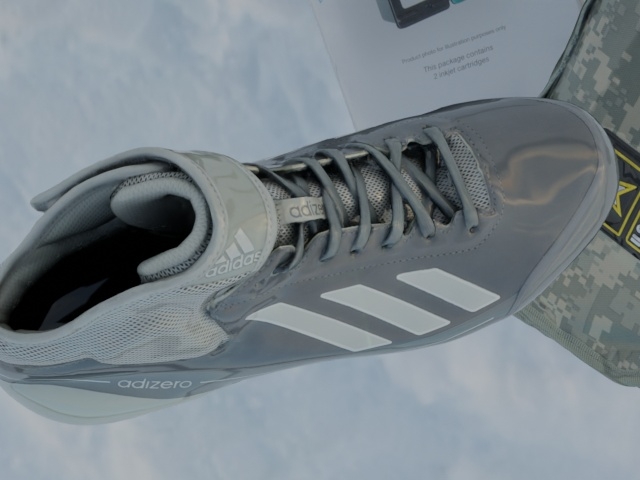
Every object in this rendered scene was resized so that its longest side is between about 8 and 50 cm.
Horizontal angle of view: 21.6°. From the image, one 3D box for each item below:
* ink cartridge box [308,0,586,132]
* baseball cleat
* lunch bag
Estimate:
[{"bbox_3d":[0.108,-0.220,1.225,0.197,0.198,0.270,-17,97,27],"label":"ink cartridge box"},{"bbox_3d":[0.000,0.000,0.489,0.206,0.072,0.109,-23,163,-9],"label":"baseball cleat"},{"bbox_3d":[0.250,-0.023,0.960,0.287,0.169,0.235,20,122,1],"label":"lunch bag"}]
